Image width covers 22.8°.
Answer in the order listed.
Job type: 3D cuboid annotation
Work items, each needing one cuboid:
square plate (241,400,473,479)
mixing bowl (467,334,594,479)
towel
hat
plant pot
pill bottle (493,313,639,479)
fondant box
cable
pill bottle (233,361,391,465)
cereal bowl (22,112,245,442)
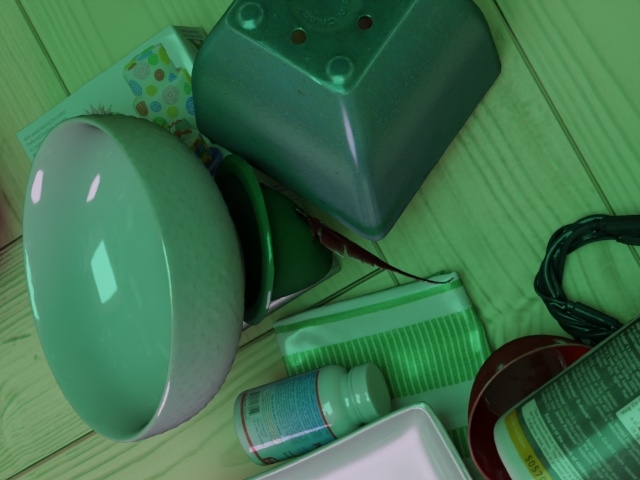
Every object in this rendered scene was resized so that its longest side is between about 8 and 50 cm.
[{"bbox_3d":[0.055,0.369,1.756,0.347,0.049,0.344,-26,105,22],"label":"square plate"},{"bbox_3d":[0.228,0.169,1.667,0.181,0.098,0.181,-5,113,-11],"label":"mixing bowl"},{"bbox_3d":[0.096,0.214,1.771,0.248,0.038,0.325,-17,90,21],"label":"towel"},{"bbox_3d":[0.000,0.000,1.685,0.173,0.183,0.208,120,138,-57],"label":"hat"},{"bbox_3d":[0.019,-0.192,1.595,0.248,0.252,0.247,33,79,14],"label":"plant pot"},{"bbox_3d":[0.318,0.162,1.525,0.278,0.162,0.162,-38,83,14],"label":"pill bottle"},{"bbox_3d":[-0.163,-0.045,1.807,0.238,0.096,0.330,-32,86,20],"label":"fondant box"},{"bbox_3d":[0.310,0.048,1.660,0.184,0.047,0.151,-4,98,35],"label":"cable"},{"bbox_3d":[-0.008,0.187,1.739,0.160,0.087,0.087,-19,90,21],"label":"pill bottle"},{"bbox_3d":[-0.180,0.032,1.660,0.339,0.141,0.339,17,111,52],"label":"cereal bowl"}]
